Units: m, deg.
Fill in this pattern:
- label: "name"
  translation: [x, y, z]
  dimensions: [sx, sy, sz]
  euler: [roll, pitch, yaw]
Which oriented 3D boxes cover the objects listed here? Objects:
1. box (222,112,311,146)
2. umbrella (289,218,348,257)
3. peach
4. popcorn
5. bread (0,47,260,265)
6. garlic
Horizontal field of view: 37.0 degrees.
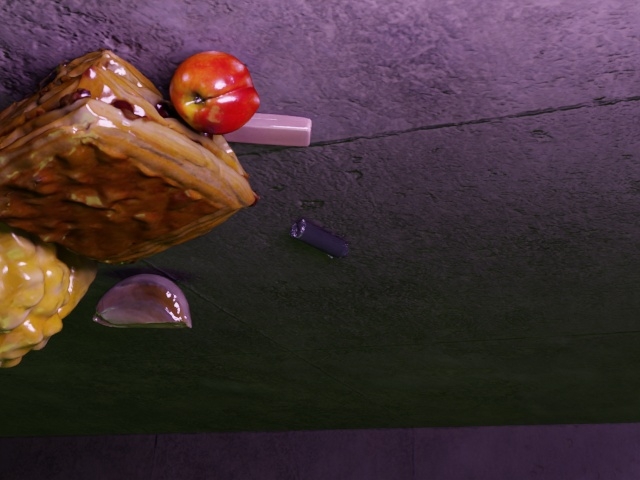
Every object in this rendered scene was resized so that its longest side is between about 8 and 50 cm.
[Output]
- label: "box"
  translation: [-0.069, -0.144, 1.228]
  dimensions: [0.115, 0.025, 0.048]
  euler: [3, 154, 0]
- label: "umbrella"
  translation: [0.001, -0.001, 1.577]
  dimensions: [0.036, 0.031, 0.133]
  euler: [-11, 156, 36]
- label: "peach"
  translation: [-0.119, -0.169, 1.086]
  dimensions: [0.100, 0.101, 0.101]
  euler: [3, 159, 1]
- label: "popcorn"
  translation: [-0.478, 0.002, 1.327]
  dimensions: [0.349, 0.349, 0.381]
  euler: [-8, -165, 25]
- label: "bread"
  translation: [-0.256, -0.101, 1.168]
  dimensions: [0.277, 0.167, 0.324]
  euler: [-21, 154, 28]
- label: "garlic"
  translation: [-0.337, 0.114, 1.821]
  dimensions: [0.195, 0.101, 0.087]
  euler: [3, 163, 4]
